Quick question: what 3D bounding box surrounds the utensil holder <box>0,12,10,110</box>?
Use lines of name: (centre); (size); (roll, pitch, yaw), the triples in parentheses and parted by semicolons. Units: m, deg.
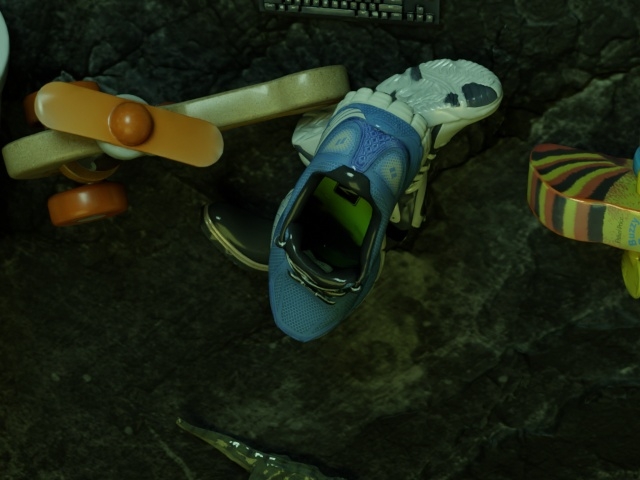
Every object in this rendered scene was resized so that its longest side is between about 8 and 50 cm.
utensil holder: (-0.488, -0.058, 1.656); (0.328, 0.327, 0.385); (13, 133, 2)

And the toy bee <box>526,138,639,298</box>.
toy bee: (0.348, -0.029, 1.594); (0.298, 0.162, 0.195); (-12, 124, 22)

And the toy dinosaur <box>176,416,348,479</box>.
toy dinosaur: (-0.072, 0.308, 2.049); (0.268, 0.064, 0.118); (23, 124, -4)

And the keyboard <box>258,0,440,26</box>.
keyboard: (0.027, -0.256, 1.566); (0.180, 0.023, 0.108); (5, 130, 8)

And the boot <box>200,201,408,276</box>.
boot: (-0.018, -0.018, 1.755); (0.198, 0.077, 0.137); (27, 127, -28)

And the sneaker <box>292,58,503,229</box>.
sneaker: (0.102, -0.087, 1.646); (0.235, 0.094, 0.153); (-19, 125, 26)

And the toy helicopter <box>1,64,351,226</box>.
toy helicopter: (-0.145, -0.122, 1.610); (0.355, 0.235, 0.140); (-14, 87, 2)

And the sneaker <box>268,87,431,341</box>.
sneaker: (0.000, 0.000, 1.604); (0.130, 0.147, 0.330); (28, 139, 7)
